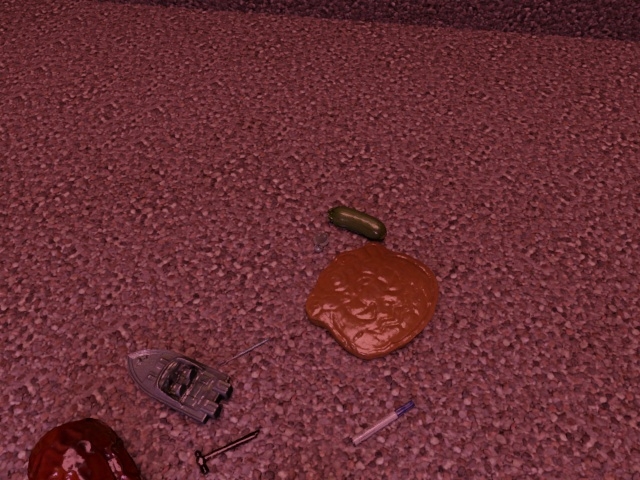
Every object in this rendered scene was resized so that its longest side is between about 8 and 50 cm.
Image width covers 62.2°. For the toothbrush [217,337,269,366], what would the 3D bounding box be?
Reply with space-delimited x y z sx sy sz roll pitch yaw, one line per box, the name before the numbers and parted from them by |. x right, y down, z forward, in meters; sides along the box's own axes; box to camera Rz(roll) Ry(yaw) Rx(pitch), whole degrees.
toothbrush | -0.225 0.325 1.551 0.167 0.014 0.011 -26 49 -18

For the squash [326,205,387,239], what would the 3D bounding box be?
squash | 0.125 -0.063 1.802 0.219 0.068 0.077 20 73 14

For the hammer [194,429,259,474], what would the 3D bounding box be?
hammer | -0.239 0.545 1.390 0.178 0.021 0.065 -20 57 -18

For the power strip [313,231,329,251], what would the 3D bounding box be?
power strip | 0.000 0.000 1.778 0.055 0.035 0.083 12 52 8

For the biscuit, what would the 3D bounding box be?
biscuit | 0.166 0.170 1.637 0.365 0.062 0.385 32 60 22

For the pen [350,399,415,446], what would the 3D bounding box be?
pen | 0.169 0.489 1.427 0.204 0.025 0.025 -26 58 -19

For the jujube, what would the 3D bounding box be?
jujube | -0.533 0.582 1.257 0.216 0.216 0.342 -39 76 -25

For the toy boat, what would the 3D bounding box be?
toy boat | -0.401 0.383 1.461 0.319 0.092 0.141 20 54 15
